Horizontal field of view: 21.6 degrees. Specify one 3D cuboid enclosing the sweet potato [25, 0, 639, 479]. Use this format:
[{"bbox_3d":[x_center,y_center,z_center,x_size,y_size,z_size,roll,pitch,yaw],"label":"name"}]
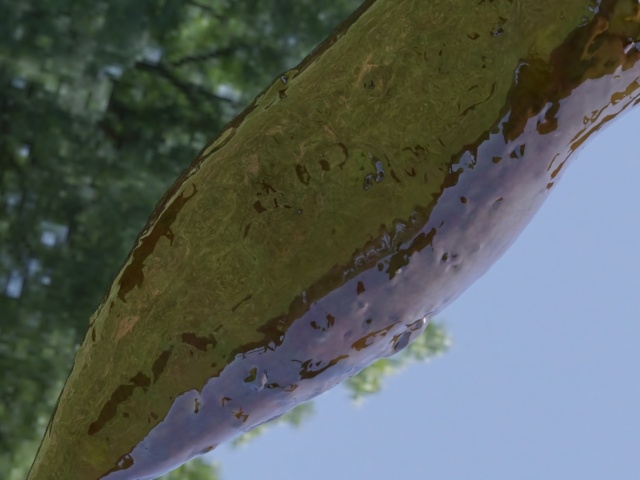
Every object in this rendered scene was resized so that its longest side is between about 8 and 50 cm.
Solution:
[{"bbox_3d":[-0.002,-0.002,0.705,0.337,0.131,0.131,-44,-146,4],"label":"sweet potato"}]
